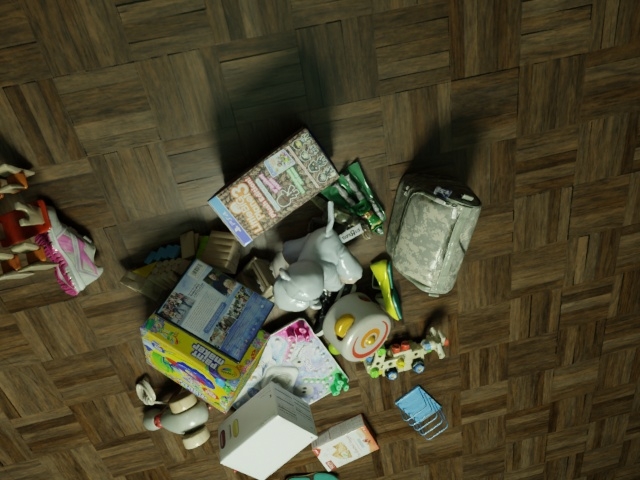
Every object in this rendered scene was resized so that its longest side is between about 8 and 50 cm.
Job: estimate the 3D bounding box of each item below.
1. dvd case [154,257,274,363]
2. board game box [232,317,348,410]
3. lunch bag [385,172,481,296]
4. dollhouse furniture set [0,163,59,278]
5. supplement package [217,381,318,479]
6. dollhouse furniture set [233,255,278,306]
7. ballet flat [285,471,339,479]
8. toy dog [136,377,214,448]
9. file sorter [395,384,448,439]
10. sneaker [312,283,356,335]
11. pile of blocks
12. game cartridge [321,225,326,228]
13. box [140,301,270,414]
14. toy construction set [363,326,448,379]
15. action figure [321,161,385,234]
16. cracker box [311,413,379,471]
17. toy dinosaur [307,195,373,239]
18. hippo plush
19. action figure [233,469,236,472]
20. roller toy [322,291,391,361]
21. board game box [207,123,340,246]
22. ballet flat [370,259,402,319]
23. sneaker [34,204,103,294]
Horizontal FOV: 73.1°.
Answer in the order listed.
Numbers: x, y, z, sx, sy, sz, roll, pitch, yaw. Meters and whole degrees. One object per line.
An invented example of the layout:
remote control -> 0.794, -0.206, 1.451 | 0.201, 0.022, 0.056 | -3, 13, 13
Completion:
dvd case -> -0.272, 0.179, 1.122 | 0.253, 0.022, 0.180 | 30, 67, 3
board game box -> -0.137, 0.492, 1.500 | 0.389, 0.050, 0.390 | -30, 123, 2
lunch bag -> 0.329, -0.027, 1.241 | 0.212, 0.256, 0.305 | 5, 115, -12
dollhouse furniture set -> -0.804, -0.025, 1.099 | 0.259, 0.135, 0.262 | -19, 85, 9
supplement package -> -0.181, 0.647, 1.459 | 0.262, 0.145, 0.204 | -42, 122, 8
dollhouse furniture set -> -0.158, 0.157, 1.347 | 0.129, 0.129, 0.183 | -47, 144, 14
ballet flat -> -0.038, 1.017, 1.810 | 0.232, 0.080, 0.073 | 6, 143, -10
toy dog -> -0.458, 0.570, 1.444 | 0.161, 0.333, 0.220 | -16, 107, -48
file sorter -> 0.398, 0.675, 1.684 | 0.118, 0.104, 0.170 | -40, 115, 10
sneaker -> 0.008, 0.200, 1.406 | 0.121, 0.079, 0.217 | 32, 99, -19
pile of blocks -> -0.392, 0.073, 1.266 | 0.361, 0.149, 0.113 | -16, 150, 6
game cartridge -> 0.000, 0.000, 1.335 | 0.083, 0.017, 0.056 | -41, 119, 12
box -> -0.327, 0.310, 1.228 | 0.289, 0.177, 0.279 | 31, 143, 5
toy construction set -> 0.274, 0.379, 1.503 | 0.327, 0.151, 0.215 | -6, 117, 6
action figure -> 0.122, -0.101, 1.280 | 0.137, 0.063, 0.232 | -35, 116, 15
cracker box -> 0.096, 0.807, 1.720 | 0.232, 0.067, 0.156 | -26, 117, 5
toy dinosaur -> 0.027, -0.064, 1.265 | 0.268, 0.064, 0.118 | 30, 126, 5
hippo plush -> -0.005, 0.100, 1.205 | 0.234, 0.237, 0.294 | 39, 136, -13
action figure -> -0.240, 0.804, 1.629 | 0.280, 0.139, 0.091 | -40, 117, 8
roller toy -> 0.118, 0.271, 1.349 | 0.191, 0.146, 0.209 | -27, 133, -24
board game box -> -0.112, -0.151, 1.108 | 0.291, 0.232, 0.141 | -35, 105, 9
ballet flat -> 0.214, 0.165, 1.428 | 0.077, 0.077, 0.231 | -8, 116, 18
sneaker -> -0.692, 0.018, 1.190 | 0.102, 0.111, 0.252 | -11, 104, 39
